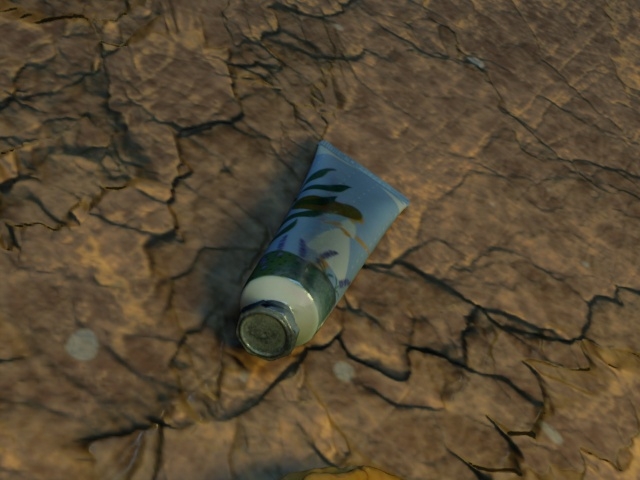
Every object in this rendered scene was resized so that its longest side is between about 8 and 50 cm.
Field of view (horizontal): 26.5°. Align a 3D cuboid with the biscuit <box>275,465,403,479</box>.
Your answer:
[{"bbox_3d":[0.011,0.277,0.700,0.455,0.078,0.350,-11,56,-40],"label":"biscuit"}]

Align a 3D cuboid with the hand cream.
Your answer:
[{"bbox_3d":[0.000,0.000,1.017,0.091,0.058,0.271,33,32,0],"label":"hand cream"}]
